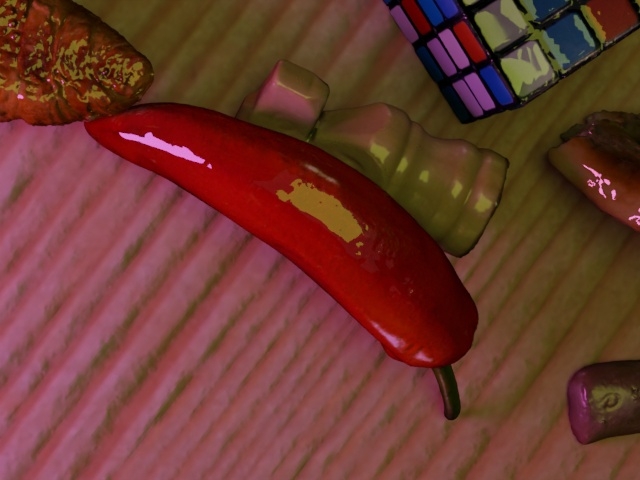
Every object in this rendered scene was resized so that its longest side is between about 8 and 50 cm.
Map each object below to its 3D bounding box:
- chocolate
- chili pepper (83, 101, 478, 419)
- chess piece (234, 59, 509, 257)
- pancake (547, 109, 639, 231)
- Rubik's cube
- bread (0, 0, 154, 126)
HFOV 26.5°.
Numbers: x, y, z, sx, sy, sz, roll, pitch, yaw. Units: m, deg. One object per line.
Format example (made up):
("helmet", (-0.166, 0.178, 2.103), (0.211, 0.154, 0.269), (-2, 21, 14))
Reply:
("chocolate", (0.251, 0.129, 1.094), (0.100, 0.031, 0.065), (-6, 95, -13))
("chili pepper", (-0.001, -0.005, 0.998), (0.368, 0.137, 0.092), (41, 60, -7))
("chess piece", (0.034, -0.065, 1.023), (0.200, 0.090, 0.090), (24, 85, -8))
("pancake", (0.341, -0.076, 1.058), (0.266, 0.057, 0.244), (34, 66, 22))
("Rubik's cube", (0.146, -0.194, 1.016), (0.155, 0.151, 0.154), (-33, 95, -11))
("bread", (-0.234, -0.137, 0.972), (0.233, 0.076, 0.105), (10, 81, -8))
